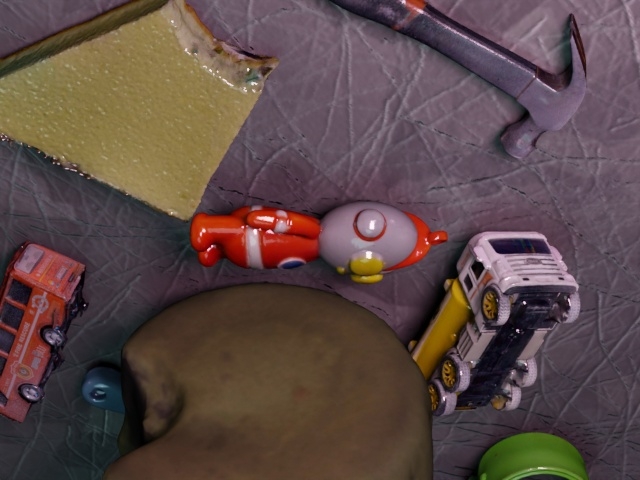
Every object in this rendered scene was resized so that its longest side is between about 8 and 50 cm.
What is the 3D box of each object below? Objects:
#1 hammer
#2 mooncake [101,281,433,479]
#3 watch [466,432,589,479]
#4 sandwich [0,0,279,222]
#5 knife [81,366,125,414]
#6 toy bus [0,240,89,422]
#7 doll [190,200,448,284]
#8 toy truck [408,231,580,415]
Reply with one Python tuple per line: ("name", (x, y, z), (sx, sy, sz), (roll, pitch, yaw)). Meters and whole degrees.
("hammer", (0.102, -0.183, 1.175), (0.290, 0.037, 0.137), (29, 131, -16))
("mooncake", (-0.053, 0.208, 1.356), (0.351, 0.351, 0.187), (1, 129, 9))
("watch", (0.244, 0.299, 1.555), (0.165, 0.131, 0.152), (39, 109, -19))
("sandwich", (-0.183, -0.150, 1.247), (0.245, 0.063, 0.212), (24, 128, -13))
("knife", (-0.162, 0.206, 1.590), (0.244, 0.032, 0.058), (26, 123, -19))
("toy bus", (-0.320, 0.105, 1.499), (0.096, 0.073, 0.235), (29, 131, -4))
("doll", (0.000, 0.000, 1.326), (0.245, 0.076, 0.142), (3, 164, 2))
("toy truck", (0.160, 0.085, 1.360), (0.098, 0.114, 0.227), (0, 138, -25))
